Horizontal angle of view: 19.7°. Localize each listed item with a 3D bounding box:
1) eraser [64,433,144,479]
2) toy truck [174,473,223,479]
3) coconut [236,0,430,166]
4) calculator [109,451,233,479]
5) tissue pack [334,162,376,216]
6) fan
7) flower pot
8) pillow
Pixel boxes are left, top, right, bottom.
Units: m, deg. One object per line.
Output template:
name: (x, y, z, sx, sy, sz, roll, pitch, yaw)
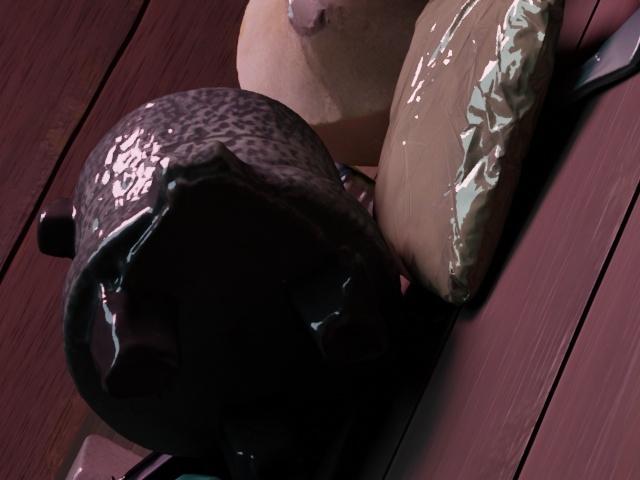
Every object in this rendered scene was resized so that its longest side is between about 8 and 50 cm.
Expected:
eraser: (-0.320, 0.422, 2.342, 0.352, 0.111, 0.077, -64, 9, -13)
toy truck: (-0.094, 0.276, 1.455, 0.156, 0.155, 0.279, -55, 8, -13)
coconut: (0.035, -0.190, 1.818, 0.241, 0.241, 0.241, -59, 10, 17)
calculator: (-0.112, 0.208, 1.659, 0.274, 0.028, 0.166, -36, -25, -28)
tissue pack: (0.000, 0.000, 1.971, 0.173, 0.073, 0.235, -62, 9, 5)
fan: (0.190, -0.113, 1.450, 0.282, 0.023, 0.057, 138, 149, -64)
flower pot: (-0.085, 0.028, 1.515, 0.299, 0.299, 0.283, -57, 29, 26)
pillow: (0.108, -0.093, 1.530, 0.281, 0.076, 0.274, -155, 80, -76)
